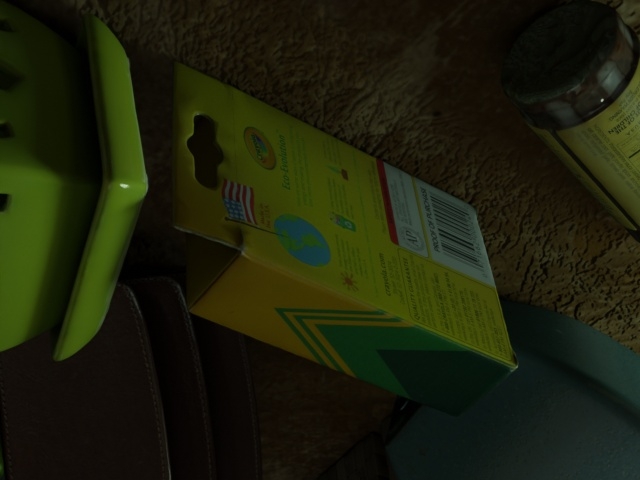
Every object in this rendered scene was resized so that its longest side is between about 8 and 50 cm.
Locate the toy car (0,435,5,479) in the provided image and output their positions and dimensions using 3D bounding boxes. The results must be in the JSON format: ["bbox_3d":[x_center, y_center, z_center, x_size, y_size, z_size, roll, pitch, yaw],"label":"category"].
[{"bbox_3d":[-0.282,0.236,1.219,0.155,0.149,0.188,28,138,-15],"label":"toy car"}]

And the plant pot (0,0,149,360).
[{"bbox_3d":[-0.252,-0.046,0.885,0.207,0.228,0.227,5,134,-22],"label":"plant pot"}]

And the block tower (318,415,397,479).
[{"bbox_3d":[0.035,0.318,1.364,0.097,0.091,0.335,24,126,-26],"label":"block tower"}]

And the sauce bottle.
[{"bbox_3d":[0.284,-0.060,1.015,0.111,0.111,0.344,-32,131,22],"label":"sauce bottle"}]

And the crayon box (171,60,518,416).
[{"bbox_3d":[0.000,0.000,0.973,0.318,0.202,0.081,25,126,-27],"label":"crayon box"}]

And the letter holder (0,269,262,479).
[{"bbox_3d":[-0.157,0.181,1.045,0.214,0.152,0.302,-6,90,-6],"label":"letter holder"}]

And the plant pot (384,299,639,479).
[{"bbox_3d":[0.203,0.198,1.139,0.252,0.248,0.247,38,104,0],"label":"plant pot"}]
